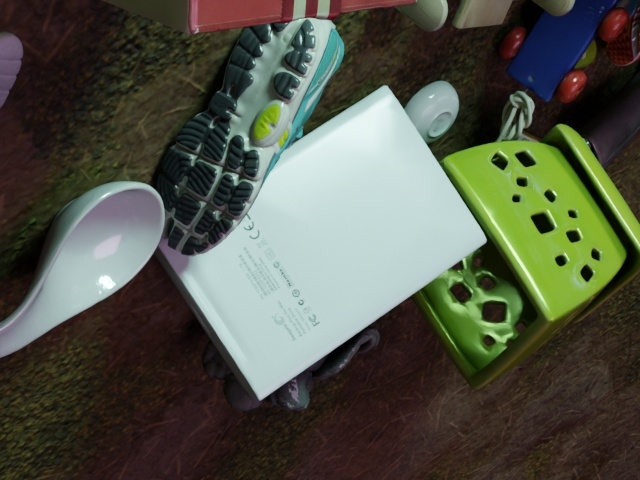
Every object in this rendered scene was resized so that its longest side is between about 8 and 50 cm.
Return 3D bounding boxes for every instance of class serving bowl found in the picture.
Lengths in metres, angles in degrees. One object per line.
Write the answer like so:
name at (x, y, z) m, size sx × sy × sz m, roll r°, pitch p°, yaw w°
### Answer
serving bowl at (0.128, -0.140, 1.782) m, size 0.083 × 0.027 × 0.083 m, roll -30°, pitch 146°, yaw -23°

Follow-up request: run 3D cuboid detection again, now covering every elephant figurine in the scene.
elephant figurine at (-0.021, 0.105, 1.802) m, size 0.239 × 0.186 × 0.169 m, roll -5°, pitch 88°, yaw -61°

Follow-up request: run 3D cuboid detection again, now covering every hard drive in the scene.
hard drive at (0.000, 0.000, 1.643) m, size 0.307 × 0.203 × 0.040 m, roll -34°, pitch -178°, yaw -19°

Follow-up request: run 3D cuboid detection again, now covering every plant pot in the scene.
plant pot at (0.238, 0.007, 1.833) m, size 0.207 × 0.227 × 0.228 m, roll -24°, pitch 165°, yaw -27°

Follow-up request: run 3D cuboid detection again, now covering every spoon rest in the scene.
spoon rest at (-0.259, 0.038, 1.475) m, size 0.276 × 0.084 × 0.137 m, roll -31°, pitch 146°, yaw -21°

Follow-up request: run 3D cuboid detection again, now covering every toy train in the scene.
toy train at (0.276, -0.210, 1.828) m, size 0.143 × 0.105 × 0.248 m, roll -27°, pitch 153°, yaw -58°

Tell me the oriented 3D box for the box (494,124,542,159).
box at (0.245, -0.099, 1.970) m, size 0.081 × 0.028 × 0.136 m, roll -54°, pitch 146°, yaw 13°

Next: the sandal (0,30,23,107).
sandal at (-0.320, -0.085, 1.265) m, size 0.265 × 0.076 × 0.102 m, roll -54°, pitch 173°, yaw 34°

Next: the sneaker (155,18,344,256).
sneaker at (-0.062, -0.099, 1.537) m, size 0.275 × 0.107 × 0.110 m, roll -55°, pitch 157°, yaw 13°

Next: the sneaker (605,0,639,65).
sneaker at (0.405, -0.295, 1.918) m, size 0.175 × 0.064 × 0.067 m, roll -57°, pitch 169°, yaw 25°

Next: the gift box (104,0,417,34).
gift box at (-0.074, -0.313, 1.137) m, size 0.255 × 0.258 × 0.276 m, roll -9°, pitch 114°, yaw -42°

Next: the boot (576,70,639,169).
boot at (0.401, -0.187, 2.000) m, size 0.208 × 0.076 × 0.189 m, roll -33°, pitch 147°, yaw -22°

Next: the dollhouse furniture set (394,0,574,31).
dollhouse furniture set at (0.217, -0.309, 1.562) m, size 0.212 × 0.161 × 0.242 m, roll -13°, pitch 136°, yaw -42°
